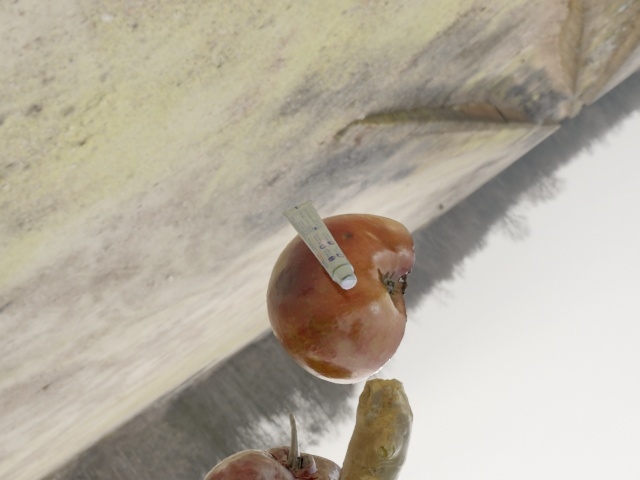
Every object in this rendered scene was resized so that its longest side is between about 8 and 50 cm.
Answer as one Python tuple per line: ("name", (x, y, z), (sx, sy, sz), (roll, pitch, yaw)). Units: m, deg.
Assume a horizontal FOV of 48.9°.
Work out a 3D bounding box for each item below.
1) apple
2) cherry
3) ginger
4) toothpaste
("apple", (0.014, 0.077, 1.167), (0.163, 0.293, 0.251), (21, 148, -35))
("cherry", (-0.073, 0.540, 1.291), (0.326, 0.335, 0.291), (-12, -164, -19))
("ginger", (0.070, 0.276, 0.897), (0.115, 0.081, 0.205), (32, 74, -64))
("toothpaste", (0.000, 0.000, 1.040), (0.052, 0.033, 0.218), (-26, -141, -7))
